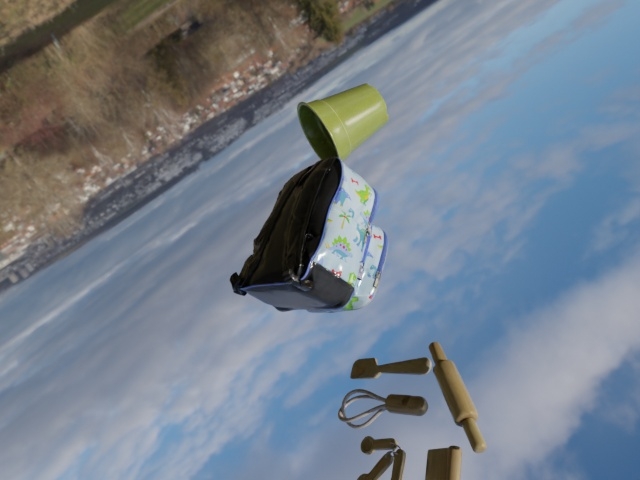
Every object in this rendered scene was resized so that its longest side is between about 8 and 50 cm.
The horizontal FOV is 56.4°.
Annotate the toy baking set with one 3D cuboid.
[{"bbox_3d":[0.103,0.223,0.769,0.197,0.030,0.256,-38,-145,21],"label":"toy baking set"}]

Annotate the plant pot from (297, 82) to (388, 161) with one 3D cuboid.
[{"bbox_3d":[0.030,-0.132,0.657,0.079,0.083,0.083,-32,-168,-12],"label":"plant pot"}]

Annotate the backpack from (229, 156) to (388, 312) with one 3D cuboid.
[{"bbox_3d":[0.000,0.000,0.474,0.105,0.084,0.114,-13,-128,50],"label":"backpack"}]
